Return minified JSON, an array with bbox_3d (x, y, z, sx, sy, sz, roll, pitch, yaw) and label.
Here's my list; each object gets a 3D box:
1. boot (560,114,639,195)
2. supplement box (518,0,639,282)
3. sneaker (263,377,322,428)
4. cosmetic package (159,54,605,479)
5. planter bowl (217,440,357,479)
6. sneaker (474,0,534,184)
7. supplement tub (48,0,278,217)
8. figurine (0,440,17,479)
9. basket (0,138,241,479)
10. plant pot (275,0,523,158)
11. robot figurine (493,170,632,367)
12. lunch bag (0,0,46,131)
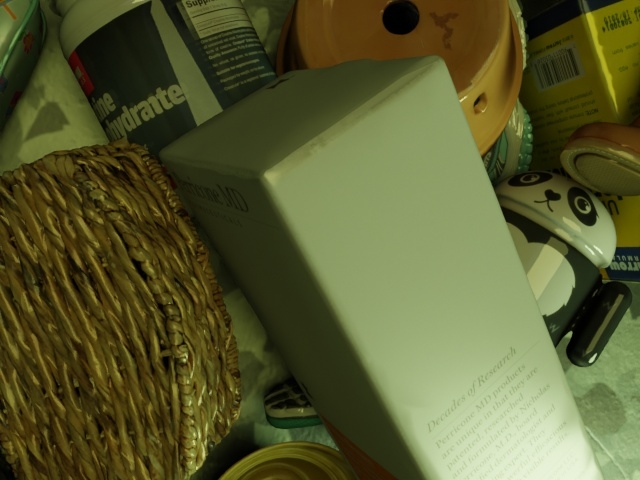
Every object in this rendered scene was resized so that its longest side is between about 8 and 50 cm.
[{"bbox_3d":[0.381,-0.151,0.700,0.283,0.109,0.220,9,88,-19],"label":"boot"},{"bbox_3d":[0.401,-0.144,0.867,0.194,0.195,0.357,-22,95,-16],"label":"supplement box"},{"bbox_3d":[0.065,0.221,0.812,0.275,0.107,0.110,6,97,-17],"label":"sneaker"},{"bbox_3d":[0.065,0.081,0.596,0.161,0.230,0.453,-36,115,-19],"label":"cosmetic package"},{"bbox_3d":[-0.047,0.328,0.778,0.217,0.090,0.217,-1,93,-17],"label":"planter bowl"},{"bbox_3d":[0.192,-0.207,0.849,0.122,0.110,0.283,-10,93,-14],"label":"sneaker"},{"bbox_3d":[-0.148,-0.170,0.696,0.191,0.191,0.272,-29,98,-15],"label":"supplement tub"},{"bbox_3d":[-0.397,0.201,0.656,0.215,0.092,0.209,-44,95,10],"label":"figurine"},{"bbox_3d":[-0.182,0.061,0.633,0.213,0.223,0.299,-18,94,16],"label":"basket"},{"bbox_3d":[0.083,-0.206,0.715,0.290,0.203,0.291,0,87,6],"label":"plant pot"},{"bbox_3d":[0.237,0.048,0.814,0.209,0.173,0.278,34,90,-17],"label":"robot figurine"},{"bbox_3d":[-0.421,-0.186,0.656,0.224,0.108,0.279,24,82,-13],"label":"lunch bag"}]
